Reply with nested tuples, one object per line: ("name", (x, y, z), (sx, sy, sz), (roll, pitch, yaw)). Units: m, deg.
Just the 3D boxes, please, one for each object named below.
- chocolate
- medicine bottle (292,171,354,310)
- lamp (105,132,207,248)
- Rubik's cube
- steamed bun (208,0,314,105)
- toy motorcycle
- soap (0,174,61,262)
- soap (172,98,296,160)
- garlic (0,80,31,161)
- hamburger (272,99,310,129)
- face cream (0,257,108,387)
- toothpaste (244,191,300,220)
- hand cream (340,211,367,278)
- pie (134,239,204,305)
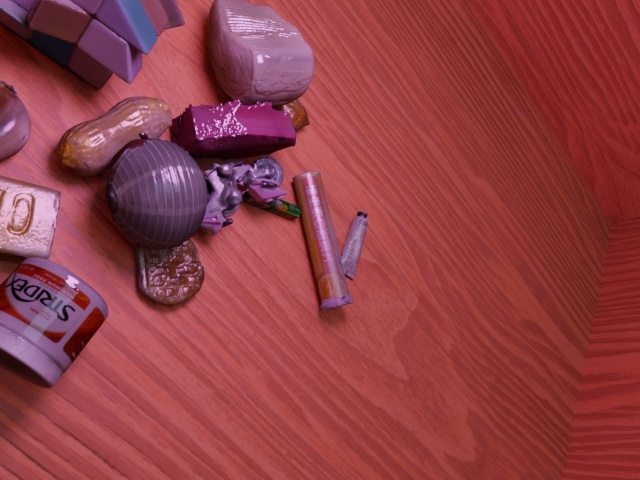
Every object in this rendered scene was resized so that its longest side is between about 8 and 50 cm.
("chocolate", (-0.498, -0.260, 1.296), (0.309, 0.134, 0.134), (-43, 105, -36))
("medicine bottle", (0.000, 0.000, 1.656), (0.108, 0.108, 0.425), (-7, 80, -42))
("lamp", (-0.387, -0.112, 1.246), (0.233, 0.233, 0.265), (-7, 110, -41))
("Rubik's cube", (-0.527, -0.559, 1.222), (0.387, 0.368, 0.358), (34, 40, -27))
("steamed bun", (-0.193, -0.522, 1.545), (0.247, 0.236, 0.383), (-9, 49, -32))
("toy motorcycle", (-0.237, -0.121, 1.455), (0.327, 0.143, 0.187), (-15, 90, -31))
("soap", (-0.696, -0.054, 1.087), (0.274, 0.089, 0.173), (15, 67, -38))
("soap", (-0.231, -0.303, 1.481), (0.325, 0.220, 0.127), (-10, 92, -42))
("garlic", (-0.721, -0.219, 1.119), (0.128, 0.149, 0.266), (80, 31, -42))
("hamburger", (-0.112, -0.406, 1.693), (0.176, 0.087, 0.102), (45, 51, -24))
("face cream", (-0.560, 0.162, 1.058), (0.201, 0.201, 0.187), (44, 53, -21))
("toothpaste", (-0.143, -0.107, 1.603), (0.179, 0.043, 0.037), (20, 67, -35))
("hand cream", (0.114, 0.010, 1.788), (0.080, 0.050, 0.233), (32, 62, -30))
("pie", (-0.378, 0.069, 1.347), (0.195, 0.046, 0.195), (12, 69, -36))
